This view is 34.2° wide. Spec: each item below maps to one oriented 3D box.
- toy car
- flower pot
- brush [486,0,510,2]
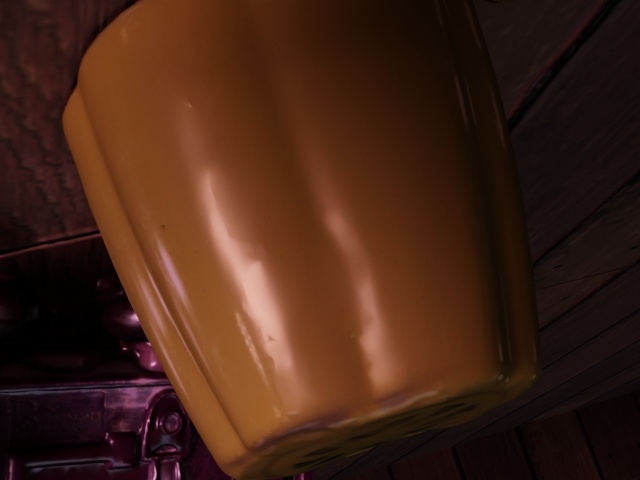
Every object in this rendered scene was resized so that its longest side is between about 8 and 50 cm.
[{"bbox_3d":[-0.185,0.144,0.642,0.341,0.271,0.240,4,-179,-34],"label":"toy car"},{"bbox_3d":[0.000,0.000,0.451,0.195,0.179,0.195,-15,161,-5],"label":"flower pot"},{"bbox_3d":[0.214,-0.147,0.494,0.314,0.017,0.090,-13,162,-15],"label":"brush"}]
